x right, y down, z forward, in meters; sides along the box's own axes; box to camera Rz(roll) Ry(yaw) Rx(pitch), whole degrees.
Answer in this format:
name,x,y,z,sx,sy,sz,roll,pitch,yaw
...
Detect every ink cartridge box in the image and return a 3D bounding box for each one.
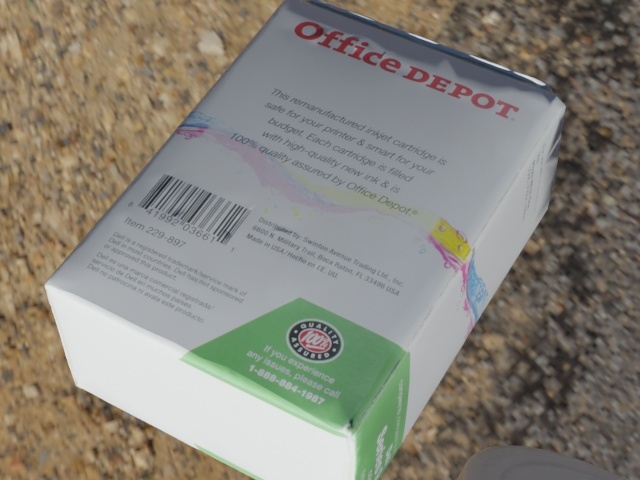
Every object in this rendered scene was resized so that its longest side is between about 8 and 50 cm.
name,x,y,z,sx,sy,sz,roll,pitch,yaw
ink cartridge box,0.000,0.000,0.676,0.212,0.154,0.093,-55,159,-30

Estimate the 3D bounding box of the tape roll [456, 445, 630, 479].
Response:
name,x,y,z,sx,sy,sz,roll,pitch,yaw
tape roll,0.156,0.256,0.846,0.246,0.246,0.169,19,107,-22
